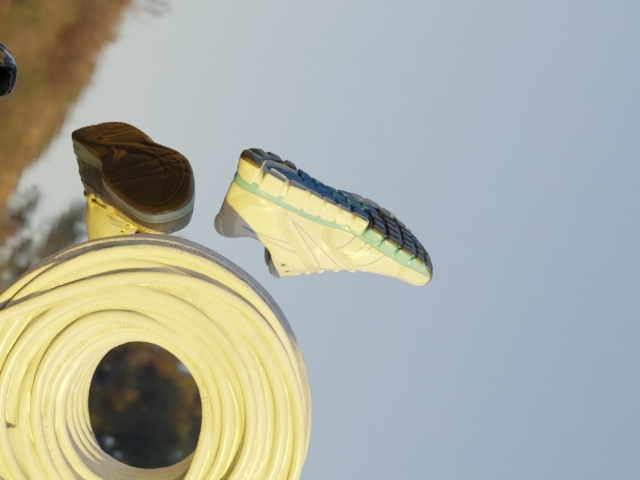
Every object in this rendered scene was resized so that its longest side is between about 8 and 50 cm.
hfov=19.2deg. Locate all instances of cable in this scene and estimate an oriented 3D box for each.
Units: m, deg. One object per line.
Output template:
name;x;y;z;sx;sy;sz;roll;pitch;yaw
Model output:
cable;-0.132;0.123;1.360;0.257;0.257;0.089;-32;178;8

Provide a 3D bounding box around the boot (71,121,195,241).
boot;-0.158;-0.001;1.659;0.213;0.077;0.165;-141;-136;-58

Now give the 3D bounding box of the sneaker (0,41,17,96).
sneaker;-0.409;-0.141;1.750;0.130;0.286;0.109;31;-44;35

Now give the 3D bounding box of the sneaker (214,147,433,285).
sneaker;0.000;0.000;1.487;0.083;0.190;0.071;-57;-157;17
